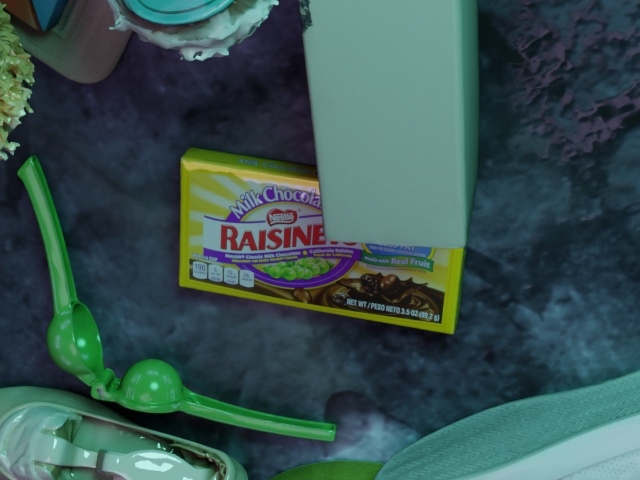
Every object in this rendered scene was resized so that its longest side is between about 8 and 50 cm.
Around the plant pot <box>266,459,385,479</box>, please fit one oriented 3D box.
[{"bbox_3d":[0.008,0.356,0.968,0.274,0.293,0.275,6,117,13],"label":"plant pot"}]

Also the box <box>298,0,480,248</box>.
[{"bbox_3d":[0.043,-0.133,0.782,0.094,0.113,0.275,3,129,11],"label":"box"}]

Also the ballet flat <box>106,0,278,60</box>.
[{"bbox_3d":[-0.094,-0.303,0.745,0.147,0.147,0.409,-4,97,18],"label":"ballet flat"}]

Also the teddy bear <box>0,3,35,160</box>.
[{"bbox_3d":[-0.251,-0.207,0.790,0.245,0.113,0.338,46,139,39],"label":"teddy bear"}]

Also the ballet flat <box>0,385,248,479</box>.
[{"bbox_3d":[-0.177,0.166,1.043,0.248,0.086,0.086,12,119,5],"label":"ballet flat"}]

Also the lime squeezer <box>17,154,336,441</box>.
[{"bbox_3d":[-0.135,0.079,1.018,0.310,0.059,0.110,42,89,-6],"label":"lime squeezer"}]

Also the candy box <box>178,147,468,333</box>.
[{"bbox_3d":[0.000,0.000,0.944,0.205,0.027,0.105,9,115,11],"label":"candy box"}]

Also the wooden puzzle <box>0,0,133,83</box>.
[{"bbox_3d":[-0.206,-0.243,0.870,0.238,0.044,0.221,31,120,-1],"label":"wooden puzzle"}]

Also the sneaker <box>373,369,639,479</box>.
[{"bbox_3d":[0.194,0.193,0.941,0.292,0.108,0.169,-18,107,22],"label":"sneaker"}]
